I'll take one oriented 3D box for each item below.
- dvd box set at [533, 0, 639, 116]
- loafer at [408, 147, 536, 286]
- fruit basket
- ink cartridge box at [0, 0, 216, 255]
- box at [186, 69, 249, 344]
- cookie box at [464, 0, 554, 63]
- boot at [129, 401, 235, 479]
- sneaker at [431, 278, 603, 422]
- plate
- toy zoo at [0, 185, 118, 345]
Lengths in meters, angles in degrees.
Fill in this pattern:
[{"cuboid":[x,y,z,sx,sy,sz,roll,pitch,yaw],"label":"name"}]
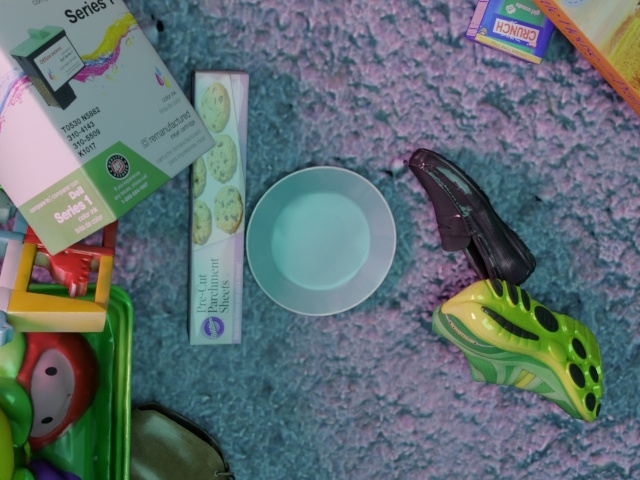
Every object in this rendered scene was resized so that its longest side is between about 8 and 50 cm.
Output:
[{"cuboid":[0.388,-0.344,1.220,0.420,0.062,0.307,38,92,-32],"label":"dvd box set"},{"cuboid":[0.178,-0.019,1.327,0.078,0.076,0.223,-44,110,-7],"label":"loafer"},{"cuboid":[-0.335,0.219,1.087,0.283,0.392,0.392,0,102,-5],"label":"fruit basket"},{"cuboid":[-0.269,-0.159,1.126,0.117,0.201,0.278,-25,104,37],"label":"ink cartridge box"},{"cuboid":[-0.122,-0.039,1.271,0.067,0.063,0.324,1,101,-11],"label":"box"},{"cuboid":[0.238,-0.278,1.302,0.092,0.040,0.107,18,99,-15],"label":"cookie box"},{"cuboid":[-0.134,0.317,1.326,0.305,0.112,0.115,39,86,-13],"label":"boot"},{"cuboid":[0.258,0.139,1.371,0.295,0.123,0.109,37,56,-30],"label":"sneaker"},{"cuboid":[0.000,0.000,1.324,0.188,0.024,0.188,-2,102,-11],"label":"plate"},{"cuboid":[-0.313,0.005,1.135,0.192,0.293,0.030,9,127,-13],"label":"toy zoo"}]
